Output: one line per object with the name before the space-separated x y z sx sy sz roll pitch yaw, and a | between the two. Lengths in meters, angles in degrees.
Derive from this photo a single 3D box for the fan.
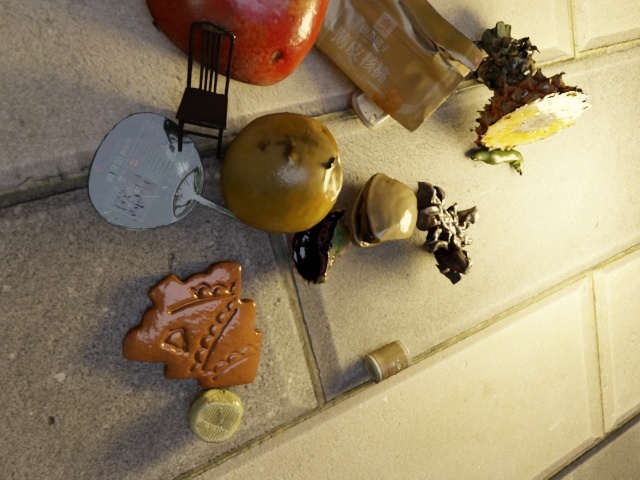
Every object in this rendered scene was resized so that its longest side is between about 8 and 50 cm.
fan | -0.308 -0.090 0.851 0.223 0.012 0.294 -39 111 -15

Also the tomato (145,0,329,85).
tomato | -0.129 -0.421 0.746 0.339 0.143 0.337 -8 125 -11

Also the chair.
chair | -0.197 -0.249 0.754 0.084 0.212 0.101 9 58 -14

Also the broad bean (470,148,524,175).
broad bean | 0.486 -0.223 1.181 0.196 0.046 0.061 10 91 -27

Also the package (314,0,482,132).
package | 0.161 -0.413 0.901 0.311 0.165 0.221 40 75 -13

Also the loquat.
loquat | -0.079 -0.127 0.845 0.244 0.244 0.243 -4 100 -24

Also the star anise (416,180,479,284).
star anise | 0.303 -0.023 1.070 0.212 0.129 0.282 -39 105 -51

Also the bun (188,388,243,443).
bun | -0.223 0.366 0.933 0.115 0.069 0.115 -3 98 -24

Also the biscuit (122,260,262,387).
biscuit | -0.230 0.196 0.916 0.284 0.043 0.306 -43 113 -13

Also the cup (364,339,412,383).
cup | 0.164 0.308 1.113 0.099 0.102 0.074 -20 68 -20

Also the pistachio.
pistachio | 0.136 -0.060 0.964 0.153 0.138 0.237 52 36 -18

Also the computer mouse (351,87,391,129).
computer mouse | 0.153 -0.335 1.007 0.199 0.045 0.102 -42 108 -17

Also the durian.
durian | 0.003 0.000 0.980 0.108 0.119 0.186 -14 122 -61

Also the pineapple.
pineapple | 0.465 -0.390 1.069 0.263 0.262 0.271 -4 72 -24
